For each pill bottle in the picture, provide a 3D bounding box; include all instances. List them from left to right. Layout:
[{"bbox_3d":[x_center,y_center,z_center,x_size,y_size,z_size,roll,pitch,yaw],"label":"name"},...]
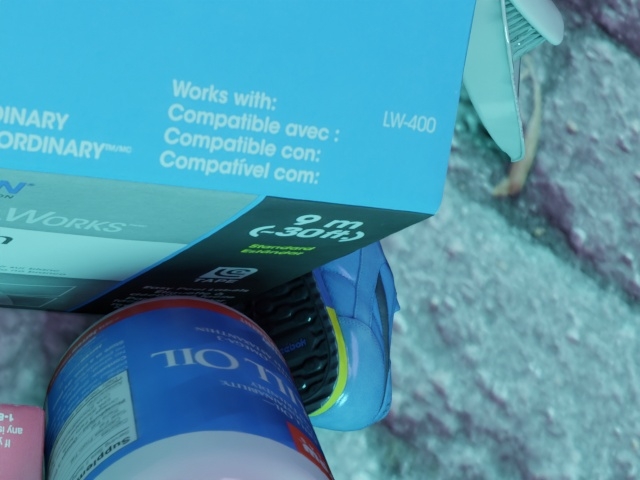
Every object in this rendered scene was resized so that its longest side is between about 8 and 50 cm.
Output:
[{"bbox_3d":[-0.052,0.119,0.623,0.124,0.221,0.124,-5,113,-11],"label":"pill bottle"}]

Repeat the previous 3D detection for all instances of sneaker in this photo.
[{"bbox_3d":[0.000,0.000,0.801,0.082,0.069,0.209,13,64,-51],"label":"sneaker"}]

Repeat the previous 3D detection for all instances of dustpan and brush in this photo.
[{"bbox_3d":[0.101,-0.149,0.839,0.211,0.060,0.147,35,56,-54],"label":"dustpan and brush"}]

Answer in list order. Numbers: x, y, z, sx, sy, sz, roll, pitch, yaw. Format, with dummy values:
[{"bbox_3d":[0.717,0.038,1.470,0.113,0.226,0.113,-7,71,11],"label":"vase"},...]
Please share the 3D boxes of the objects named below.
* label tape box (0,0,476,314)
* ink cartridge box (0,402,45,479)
[{"bbox_3d":[-0.084,-0.054,0.597,0.241,0.334,0.106,5,73,-29],"label":"label tape box"},{"bbox_3d":[-0.204,0.174,0.608,0.158,0.092,0.218,8,74,-29],"label":"ink cartridge box"}]
